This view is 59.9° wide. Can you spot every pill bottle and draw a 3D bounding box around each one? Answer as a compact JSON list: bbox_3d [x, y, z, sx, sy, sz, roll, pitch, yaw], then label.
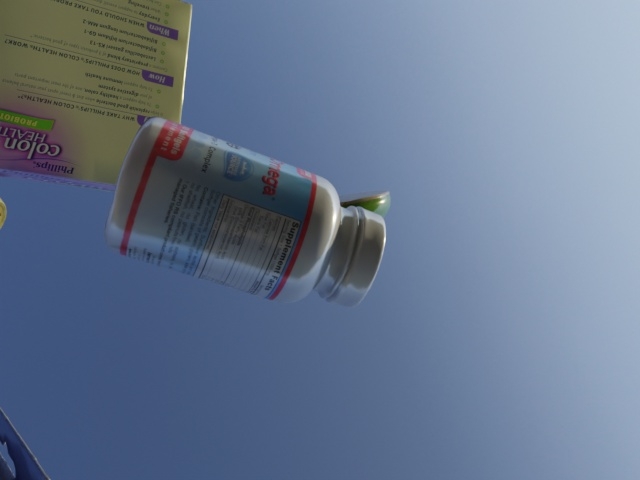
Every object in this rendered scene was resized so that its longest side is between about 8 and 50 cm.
[{"bbox_3d":[-0.044,-0.011,0.354,0.160,0.087,0.087,18,-115,-14],"label":"pill bottle"}]

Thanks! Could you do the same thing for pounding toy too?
[{"bbox_3d":[0.000,0.000,0.772,0.183,0.237,0.110,-12,-83,-21],"label":"pounding toy"}]

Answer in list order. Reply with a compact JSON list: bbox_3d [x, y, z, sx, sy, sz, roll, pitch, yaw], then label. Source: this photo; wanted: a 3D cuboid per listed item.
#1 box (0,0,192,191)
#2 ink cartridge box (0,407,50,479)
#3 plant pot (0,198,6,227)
[{"bbox_3d":[-0.288,-0.187,0.680,0.214,0.117,0.242,6,-92,-32],"label":"box"},{"bbox_3d":[-0.326,0.326,0.535,0.072,0.304,0.307,-7,-81,-40],"label":"ink cartridge box"},{"bbox_3d":[-0.615,-0.052,0.971,0.095,0.134,0.134,20,-114,2],"label":"plant pot"}]
